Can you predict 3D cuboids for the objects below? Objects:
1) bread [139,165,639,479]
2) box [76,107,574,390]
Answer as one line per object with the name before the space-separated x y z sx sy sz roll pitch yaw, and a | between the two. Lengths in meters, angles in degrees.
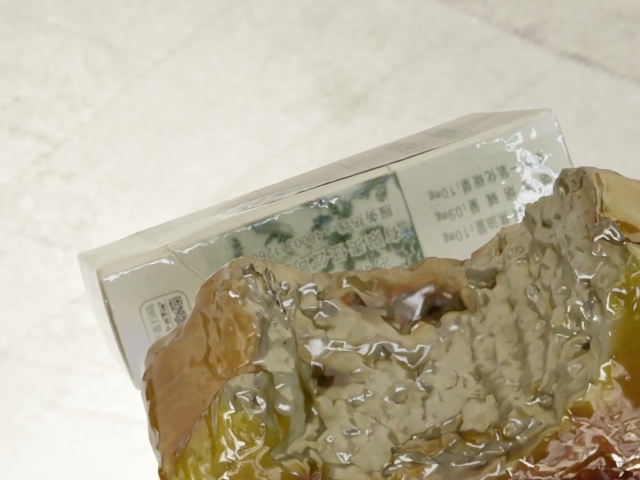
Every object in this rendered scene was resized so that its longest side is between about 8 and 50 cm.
bread | 0.133 0.060 0.670 0.380 0.109 0.185 9 146 -28
box | 0.000 0.001 1.060 0.256 0.069 0.164 -20 -174 -9
